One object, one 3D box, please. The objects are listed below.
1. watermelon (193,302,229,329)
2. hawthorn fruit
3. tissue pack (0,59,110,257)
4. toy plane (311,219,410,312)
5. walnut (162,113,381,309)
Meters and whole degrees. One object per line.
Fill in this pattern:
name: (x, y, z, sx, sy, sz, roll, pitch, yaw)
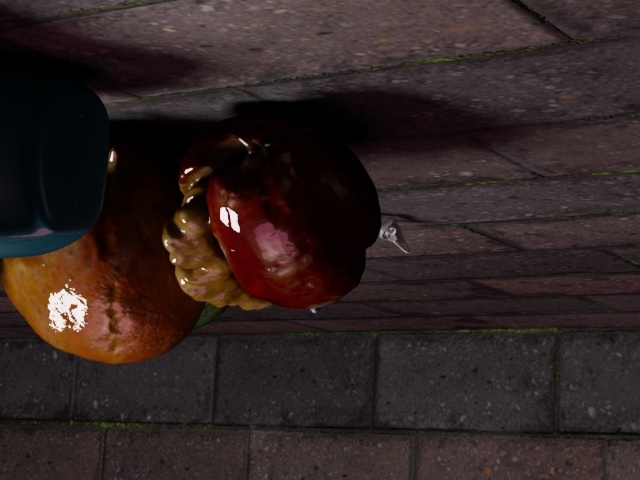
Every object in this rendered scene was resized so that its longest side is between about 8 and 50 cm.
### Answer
watermelon: (-0.222, 0.042, 2.171, 0.215, 0.188, 0.188, 5, 172, 27)
hawthorn fruit: (-0.254, -0.009, 1.733, 0.277, 0.277, 0.298, 4, 143, -5)
tissue pack: (-0.372, -0.084, 1.455, 0.287, 0.198, 0.206, 8, 168, -38)
toy plane: (0.005, 0.008, 2.104, 0.273, 0.182, 0.107, 4, 138, -9)
walnut: (-0.064, -0.028, 1.637, 0.244, 0.221, 0.269, -30, 145, 11)
